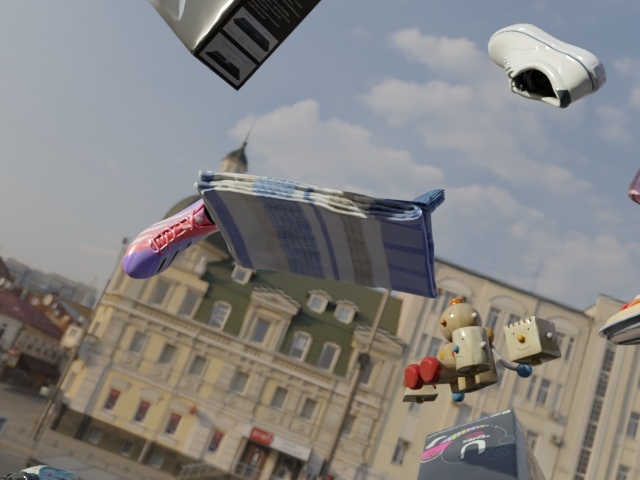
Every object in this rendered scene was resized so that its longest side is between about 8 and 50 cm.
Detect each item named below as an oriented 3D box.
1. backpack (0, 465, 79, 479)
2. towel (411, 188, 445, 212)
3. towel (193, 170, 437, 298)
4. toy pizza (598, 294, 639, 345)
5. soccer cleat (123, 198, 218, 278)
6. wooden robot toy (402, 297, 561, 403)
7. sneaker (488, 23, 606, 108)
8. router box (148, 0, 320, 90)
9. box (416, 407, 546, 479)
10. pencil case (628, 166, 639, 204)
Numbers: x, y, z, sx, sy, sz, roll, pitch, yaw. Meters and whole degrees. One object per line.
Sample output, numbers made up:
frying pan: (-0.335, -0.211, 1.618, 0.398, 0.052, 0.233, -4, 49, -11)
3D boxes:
backpack: (-0.541, 0.502, 1.345, 0.152, 0.115, 0.182, -18, -30, 19)
towel: (0.161, -0.053, 1.148, 0.067, 0.119, 0.029, -26, -84, 33)
towel: (0.000, 0.000, 0.863, 0.285, 0.034, 0.209, 10, -30, 17)
toy pizza: (0.298, 0.036, 0.490, 0.201, 0.032, 0.201, -9, -18, -3)
soccer cleat: (-0.250, -0.018, 1.267, 0.083, 0.248, 0.095, 56, -26, -1)
wooden robot toy: (0.114, 0.081, 0.572, 0.076, 0.079, 0.173, 9, -28, -23)
sneaker: (0.338, -0.284, 1.127, 0.094, 0.091, 0.258, 64, -9, -32)
router box: (-0.101, -0.353, 0.808, 0.081, 0.243, 0.309, 33, 16, -50)
box: (0.246, 0.389, 1.051, 0.165, 0.143, 0.270, -24, 3, 16)
pencil case: (0.604, -0.178, 1.128, 0.124, 0.284, 0.124, 22, 1, 0)
